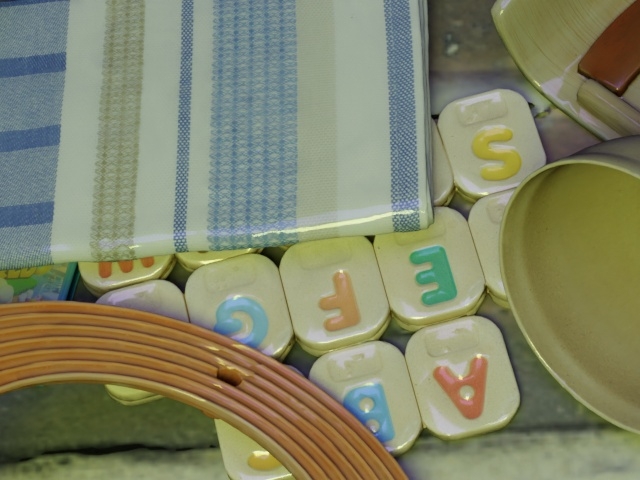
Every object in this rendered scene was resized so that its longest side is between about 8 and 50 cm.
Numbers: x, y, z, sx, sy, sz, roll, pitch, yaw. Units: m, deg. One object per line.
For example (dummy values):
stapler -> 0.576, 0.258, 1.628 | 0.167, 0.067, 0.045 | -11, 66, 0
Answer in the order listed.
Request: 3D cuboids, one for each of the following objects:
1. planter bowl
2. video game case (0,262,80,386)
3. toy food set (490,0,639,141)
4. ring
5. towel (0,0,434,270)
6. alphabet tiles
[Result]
planter bowl -> 0.191, 0.010, 0.992 | 0.109, 0.162, 0.162 | -31, 58, -35
video game case -> -0.201, 0.004, 1.137 | 0.119, 0.015, 0.166 | 7, 64, 14
toy food set -> 0.283, -0.114, 1.063 | 0.220, 0.092, 0.306 | -44, 64, -13
ring -> -0.095, 0.152, 0.913 | 0.336, 0.032, 0.337 | 15, 37, -11
towel -> -0.072, -0.078, 1.116 | 0.285, 0.034, 0.209 | -7, 57, 7
alphabet tiles -> 0.000, 0.000, 1.090 | 0.284, 0.021, 0.278 | -14, 62, 0
